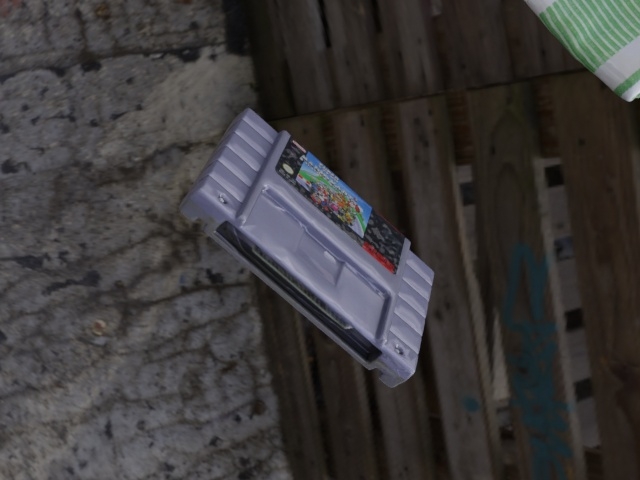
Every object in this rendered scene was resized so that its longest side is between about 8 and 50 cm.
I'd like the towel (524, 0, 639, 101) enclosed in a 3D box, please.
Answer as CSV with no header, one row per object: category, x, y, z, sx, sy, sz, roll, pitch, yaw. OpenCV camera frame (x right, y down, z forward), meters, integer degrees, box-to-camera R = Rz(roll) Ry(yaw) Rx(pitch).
towel,0.283,-0.324,0.975,0.248,0.038,0.325,-38,86,-4

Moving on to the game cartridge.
game cartridge,0.000,0.000,1.280,0.355,0.068,0.230,41,38,-14
